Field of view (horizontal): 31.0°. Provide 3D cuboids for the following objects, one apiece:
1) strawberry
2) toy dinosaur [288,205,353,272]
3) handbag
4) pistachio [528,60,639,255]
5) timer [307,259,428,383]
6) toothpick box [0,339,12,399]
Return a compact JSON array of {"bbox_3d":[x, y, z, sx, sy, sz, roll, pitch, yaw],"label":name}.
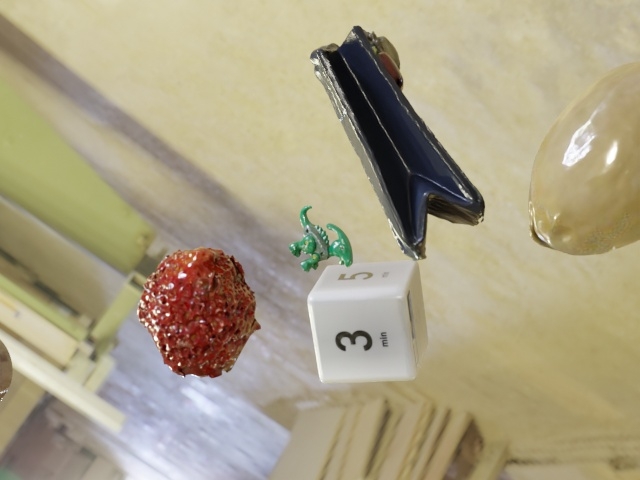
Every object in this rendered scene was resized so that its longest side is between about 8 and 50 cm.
[{"bbox_3d":[-0.180,0.090,1.686,0.184,0.187,0.201,24,145,10],"label":"strawberry"},{"bbox_3d":[0.000,0.000,2.029,0.132,0.096,0.059,60,-156,5],"label":"toy dinosaur"},{"bbox_3d":[0.102,-0.139,1.602,0.329,0.122,0.303,62,-178,2],"label":"handbag"},{"bbox_3d":[0.355,-0.101,1.314,0.181,0.293,0.162,47,177,8],"label":"pistachio"},{"bbox_3d":[0.098,0.159,2.284,0.195,0.194,0.192,-4,108,16],"label":"timer"},{"bbox_3d":[-0.442,0.156,1.341,0.098,0.098,0.149,27,-172,19],"label":"toothpick box"}]
